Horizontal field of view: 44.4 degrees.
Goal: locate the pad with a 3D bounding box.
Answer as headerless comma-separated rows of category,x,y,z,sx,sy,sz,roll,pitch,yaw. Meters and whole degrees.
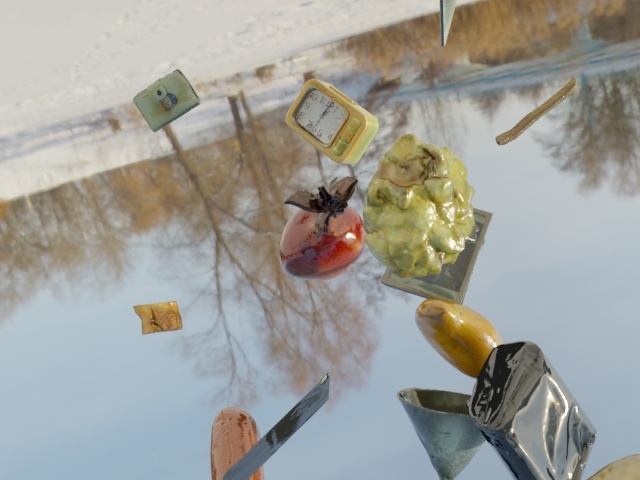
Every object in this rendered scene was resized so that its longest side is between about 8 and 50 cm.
pad,-0.055,0.259,1.045,0.193,0.004,0.116,-43,158,-20

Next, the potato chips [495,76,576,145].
potato chips,0.434,-0.255,1.573,0.204,0.026,0.037,-37,157,1

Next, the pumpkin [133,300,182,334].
pumpkin,-0.359,0.169,1.747,0.101,0.073,0.035,-9,163,-25

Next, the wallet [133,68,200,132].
wallet,-0.397,-0.362,2.021,0.155,0.110,0.039,-27,-167,20

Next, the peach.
peach,0.000,0.000,1.996,0.244,0.199,0.243,-30,167,-8

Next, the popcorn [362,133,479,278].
popcorn,0.194,-0.071,1.575,0.215,0.252,0.286,-10,-122,38

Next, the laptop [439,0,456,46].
laptop,0.308,-0.608,1.855,0.015,0.187,0.269,13,163,14

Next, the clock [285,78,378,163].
clock,0.028,-0.291,1.925,0.202,0.143,0.096,39,-160,21

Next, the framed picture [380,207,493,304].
framed picture,0.293,0.020,1.957,0.209,0.019,0.281,16,-115,15

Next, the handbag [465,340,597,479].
handbag,0.419,0.402,1.637,0.178,0.301,0.275,-14,-152,51

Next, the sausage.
sausage,-0.165,0.434,1.546,0.114,0.113,0.259,-16,-148,0

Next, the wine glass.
wine glass,0.291,0.565,1.813,0.267,0.405,0.267,5,178,0

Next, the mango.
mango,0.324,0.216,1.823,0.177,0.295,0.120,9,-124,52

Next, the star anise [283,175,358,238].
star anise,0.010,-0.105,1.668,0.158,0.140,0.144,-23,-130,9

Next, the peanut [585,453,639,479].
peanut,0.395,0.395,1.087,0.253,0.137,0.122,-27,-140,-10
